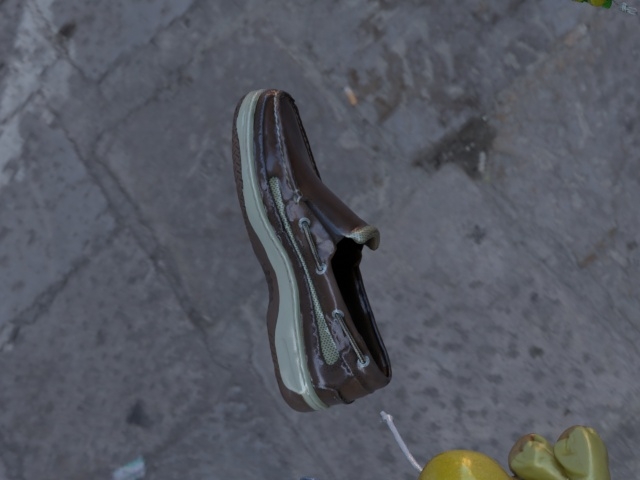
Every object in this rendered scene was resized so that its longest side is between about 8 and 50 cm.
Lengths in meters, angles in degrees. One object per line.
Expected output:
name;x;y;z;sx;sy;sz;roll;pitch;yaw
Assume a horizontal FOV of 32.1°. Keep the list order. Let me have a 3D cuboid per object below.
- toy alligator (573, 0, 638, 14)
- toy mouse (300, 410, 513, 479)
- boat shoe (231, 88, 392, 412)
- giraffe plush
toy alligator;0.374;-0.350;1.524;0.056;0.190;0.051;40;120;51
toy mouse;0.034;0.119;0.383;0.161;0.143;0.031;36;127;33
boat shoe;0.003;0.000;0.872;0.095;0.095;0.257;-13;87;21
giraffe plush;0.310;0.323;1.239;0.210;0.170;0.181;-2;53;55
